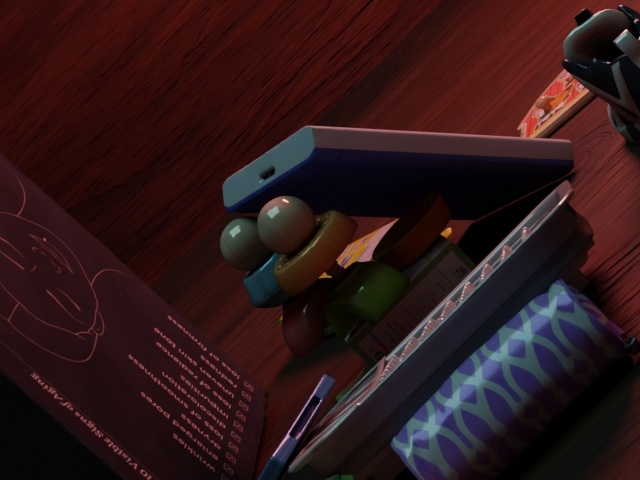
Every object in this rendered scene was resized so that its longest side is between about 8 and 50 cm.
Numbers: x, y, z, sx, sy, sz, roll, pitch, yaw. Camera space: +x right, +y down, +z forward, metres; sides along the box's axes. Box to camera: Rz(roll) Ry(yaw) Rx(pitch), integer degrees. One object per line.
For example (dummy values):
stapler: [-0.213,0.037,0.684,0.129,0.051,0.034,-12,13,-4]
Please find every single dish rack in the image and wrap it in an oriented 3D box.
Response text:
dish rack: [0.120,0.090,1.564,0.333,0.072,0.285,-46,-3,7]

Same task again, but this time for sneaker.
sneaker: [0.299,-0.172,1.767,0.094,0.153,0.235,-43,10,8]

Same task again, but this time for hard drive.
hard drive: [0.083,-0.069,1.938,0.210,0.318,0.040,-29,64,57]

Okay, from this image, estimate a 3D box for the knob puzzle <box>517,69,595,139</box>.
knob puzzle: [0.307,-0.200,2.192,0.213,0.030,0.213,-44,10,10]

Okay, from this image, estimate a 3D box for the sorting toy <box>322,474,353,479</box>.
sorting toy: [-0.009,0.207,1.437,0.062,0.012,0.083,-29,0,-44]

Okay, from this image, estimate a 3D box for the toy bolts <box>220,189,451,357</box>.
toy bolts: [0.000,0.000,1.906,0.218,0.158,0.228,-52,11,-34]

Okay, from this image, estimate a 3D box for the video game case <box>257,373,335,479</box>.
video game case: [-0.038,0.198,1.573,0.119,0.015,0.166,-62,-5,26]

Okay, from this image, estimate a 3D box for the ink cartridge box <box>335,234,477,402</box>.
ink cartridge box: [0.074,0.085,1.913,0.209,0.062,0.109,-46,10,0]

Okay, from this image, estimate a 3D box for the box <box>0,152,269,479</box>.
box: [-0.331,0.194,1.930,0.297,0.480,0.472,-45,9,12]

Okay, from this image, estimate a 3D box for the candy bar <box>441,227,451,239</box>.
candy bar: [0.121,0.035,2.050,0.040,0.018,0.161,-40,11,30]

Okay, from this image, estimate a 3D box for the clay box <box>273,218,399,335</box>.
clay box: [0.034,0.055,2.221,0.127,0.053,0.222,-51,10,-28]

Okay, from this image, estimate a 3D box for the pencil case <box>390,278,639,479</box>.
pencil case: [0.151,0.121,1.418,0.206,0.086,0.088,-42,-28,6]
